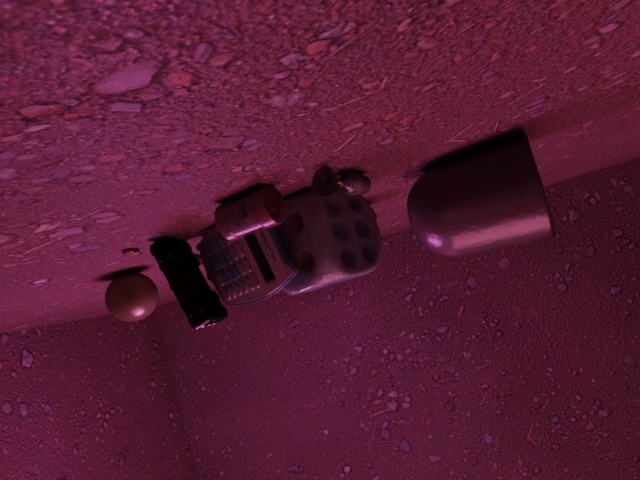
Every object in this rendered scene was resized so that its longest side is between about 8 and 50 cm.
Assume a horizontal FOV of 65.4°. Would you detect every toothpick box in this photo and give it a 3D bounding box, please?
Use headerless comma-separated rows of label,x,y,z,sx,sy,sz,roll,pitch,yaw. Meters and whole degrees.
toothpick box,-0.169,-0.066,1.212,0.149,0.098,0.098,-18,174,27

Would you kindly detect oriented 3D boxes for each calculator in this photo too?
calculator,-0.222,0.055,1.442,0.386,0.256,0.054,-25,-179,40

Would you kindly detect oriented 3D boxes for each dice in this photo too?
dice,0.000,0.000,1.470,0.265,0.268,0.263,-9,169,-45

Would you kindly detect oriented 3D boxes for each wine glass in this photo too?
wine glass,0.065,-0.145,1.265,0.074,0.074,0.262,-19,175,26

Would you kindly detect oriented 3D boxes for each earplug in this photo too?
earplug,0.470,-0.108,1.519,0.394,0.312,0.313,-18,174,23

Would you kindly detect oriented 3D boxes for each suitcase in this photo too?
suitcase,-0.393,0.127,1.505,0.066,0.285,0.206,-31,174,2

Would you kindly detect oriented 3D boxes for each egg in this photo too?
egg,-0.726,0.216,1.913,0.189,0.188,0.254,-12,-177,-32

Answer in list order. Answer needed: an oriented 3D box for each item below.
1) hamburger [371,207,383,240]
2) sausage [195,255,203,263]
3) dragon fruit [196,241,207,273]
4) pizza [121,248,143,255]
hamburger,0.112,-0.044,1.896,0.245,0.162,0.244,-10,170,-2
sausage,-0.494,0.077,1.979,0.033,0.032,0.269,-16,174,1
dragon fruit,-0.283,0.052,1.599,0.147,0.211,0.282,-18,152,-53
pizza,-0.563,0.034,1.490,0.037,0.016,0.083,-17,170,19
